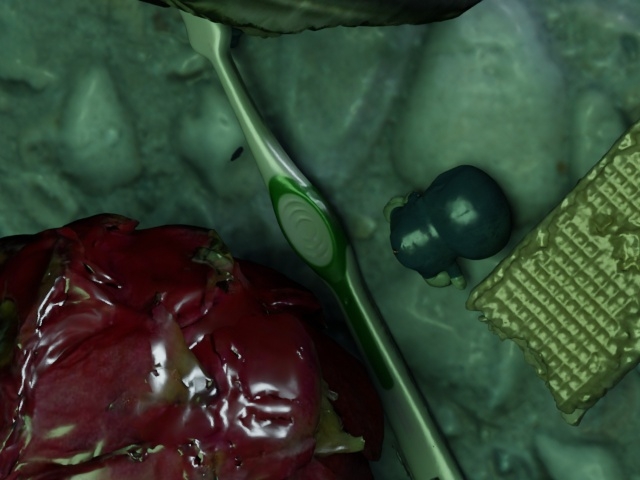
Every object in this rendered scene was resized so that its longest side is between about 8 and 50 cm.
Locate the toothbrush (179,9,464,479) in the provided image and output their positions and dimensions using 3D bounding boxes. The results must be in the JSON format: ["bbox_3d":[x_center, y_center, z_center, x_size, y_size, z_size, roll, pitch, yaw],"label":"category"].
[{"bbox_3d":[-0.002,0.001,0.952,0.042,0.040,0.418,-27,87,28],"label":"toothbrush"}]

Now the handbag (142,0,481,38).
[{"bbox_3d":[-0.051,-0.249,0.792,0.240,0.340,0.247,21,105,37],"label":"handbag"}]

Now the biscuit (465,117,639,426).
[{"bbox_3d":[0.198,-0.001,0.852,0.108,0.062,0.239,46,113,11],"label":"biscuit"}]

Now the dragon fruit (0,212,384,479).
[{"bbox_3d":[-0.118,0.136,0.881,0.329,0.329,0.329,4,100,23],"label":"dragon fruit"}]

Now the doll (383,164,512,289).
[{"bbox_3d":[0.086,-0.007,0.909,0.083,0.050,0.076,-32,90,23],"label":"doll"}]
